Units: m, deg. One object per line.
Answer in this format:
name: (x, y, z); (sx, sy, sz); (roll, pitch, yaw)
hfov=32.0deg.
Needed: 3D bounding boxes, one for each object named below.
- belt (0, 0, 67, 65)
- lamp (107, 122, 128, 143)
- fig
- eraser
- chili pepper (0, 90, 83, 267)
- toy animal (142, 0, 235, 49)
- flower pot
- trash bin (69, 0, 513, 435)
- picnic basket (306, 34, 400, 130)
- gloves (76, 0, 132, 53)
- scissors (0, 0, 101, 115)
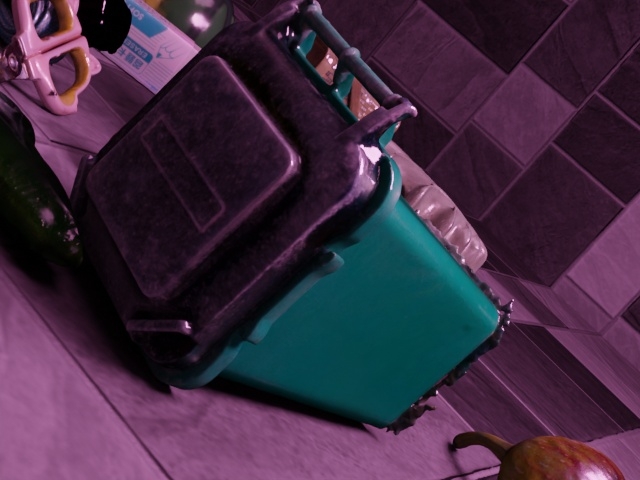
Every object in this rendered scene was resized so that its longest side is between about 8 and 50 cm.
belt: (-0.392, -0.326, 1.413); (0.072, 0.087, 0.302); (25, 20, -50)
lamp: (-0.177, -0.079, 1.188); (0.107, 0.092, 0.107); (17, 53, -24)
fig: (0.220, 0.250, 1.186); (0.149, 0.149, 0.245); (30, 3, -40)
eraser: (-0.279, -0.307, 1.669); (0.225, 0.095, 0.052); (37, 13, -16)
chili pepper: (-0.250, -0.049, 0.940); (0.108, 0.062, 0.216); (25, 22, -52)
toy animal: (-0.276, -0.406, 1.803); (0.338, 0.191, 0.216); (36, 13, -21)
flower pot: (0.097, -0.068, 1.818); (0.367, 0.164, 0.254); (47, 8, 28)
trash bin: (0.000, 0.000, 1.028); (0.381, 0.295, 0.259); (36, 14, -51)
picnic basket: (-0.047, -0.131, 1.373); (0.139, 0.266, 0.165); (39, 9, -32)
gloves: (-0.364, -0.331, 1.554); (0.181, 0.106, 0.129); (14, 5, 15)
scissors: (-0.318, -0.194, 1.197); (0.317, 0.024, 0.160); (-57, 136, -65)
